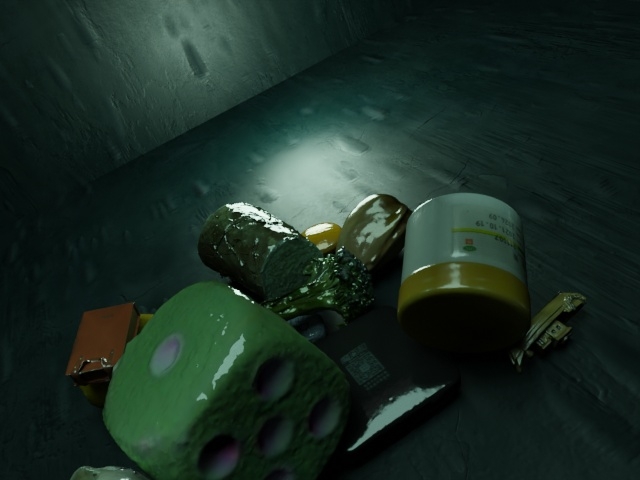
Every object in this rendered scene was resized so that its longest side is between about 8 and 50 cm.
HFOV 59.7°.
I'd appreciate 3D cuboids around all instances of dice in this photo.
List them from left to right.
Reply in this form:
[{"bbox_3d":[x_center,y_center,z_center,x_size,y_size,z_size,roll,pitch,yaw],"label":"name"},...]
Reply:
[{"bbox_3d":[-0.162,0.285,1.011,0.322,0.330,0.318,19,68,51],"label":"dice"}]

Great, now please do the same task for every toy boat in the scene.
[{"bbox_3d":[0.445,0.178,1.086,0.206,0.064,0.072,-40,55,-17],"label":"toy boat"}]

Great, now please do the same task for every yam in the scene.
[{"bbox_3d":[-0.164,0.039,1.503,0.241,0.241,0.348,-40,40,-23],"label":"yam"}]

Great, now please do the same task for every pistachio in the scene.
[{"bbox_3d":[0.126,-0.007,1.459,0.260,0.163,0.213,-46,16,-9],"label":"pistachio"}]

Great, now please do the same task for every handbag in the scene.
[{"bbox_3d":[-0.491,0.235,1.268,0.127,0.063,0.190,-11,41,3],"label":"handbag"}]

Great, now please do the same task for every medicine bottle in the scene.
[{"bbox_3d":[0.276,0.065,1.077,0.238,0.238,0.232,-7,51,24],"label":"medicine bottle"}]

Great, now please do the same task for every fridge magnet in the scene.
[{"bbox_3d":[0.000,0.000,1.600,0.143,0.063,0.143,-15,36,11],"label":"fridge magnet"}]

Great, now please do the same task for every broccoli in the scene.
[{"bbox_3d":[-0.016,0.105,1.299,0.275,0.177,0.198,-5,46,-7],"label":"broccoli"}]

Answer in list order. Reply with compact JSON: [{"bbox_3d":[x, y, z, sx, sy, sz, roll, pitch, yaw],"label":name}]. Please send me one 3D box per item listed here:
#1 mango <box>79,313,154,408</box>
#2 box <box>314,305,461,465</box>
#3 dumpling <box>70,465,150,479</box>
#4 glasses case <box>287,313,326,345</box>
[{"bbox_3d":[-0.432,0.290,1.352,0.365,0.182,0.253,-6,38,25],"label":"mango"},{"bbox_3d":[0.100,0.281,1.139,0.290,0.073,0.289,-31,35,-12],"label":"box"},{"bbox_3d":[-0.380,0.545,1.011,0.243,0.175,0.227,14,77,61],"label":"dumpling"},{"bbox_3d":[-0.122,0.244,1.330,0.282,0.067,0.109,-17,33,5],"label":"glasses case"}]
